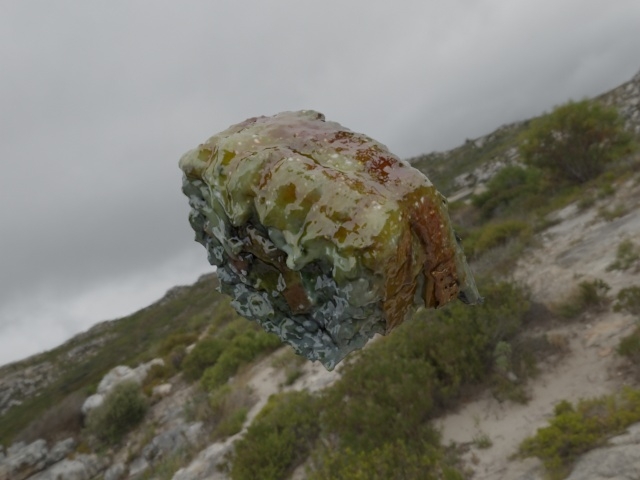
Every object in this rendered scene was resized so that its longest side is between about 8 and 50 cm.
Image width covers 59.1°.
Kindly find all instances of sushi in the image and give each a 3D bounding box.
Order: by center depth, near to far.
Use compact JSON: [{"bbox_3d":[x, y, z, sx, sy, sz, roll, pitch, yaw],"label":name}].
[{"bbox_3d":[0.000,0.000,0.504,0.139,0.274,0.184,-36,-37,-37],"label":"sushi"}]
